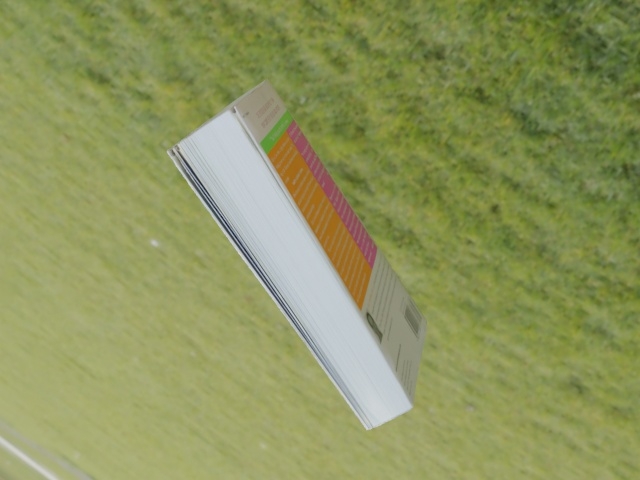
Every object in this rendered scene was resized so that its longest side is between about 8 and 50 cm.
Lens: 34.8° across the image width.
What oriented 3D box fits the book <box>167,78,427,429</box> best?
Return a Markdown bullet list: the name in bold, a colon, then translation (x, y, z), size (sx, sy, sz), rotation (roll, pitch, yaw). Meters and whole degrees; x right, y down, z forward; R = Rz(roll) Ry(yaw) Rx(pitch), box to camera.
- **book**: translation (0.000, 0.000, 0.457), size (0.144, 0.035, 0.096), rotation (56, -161, -10)
